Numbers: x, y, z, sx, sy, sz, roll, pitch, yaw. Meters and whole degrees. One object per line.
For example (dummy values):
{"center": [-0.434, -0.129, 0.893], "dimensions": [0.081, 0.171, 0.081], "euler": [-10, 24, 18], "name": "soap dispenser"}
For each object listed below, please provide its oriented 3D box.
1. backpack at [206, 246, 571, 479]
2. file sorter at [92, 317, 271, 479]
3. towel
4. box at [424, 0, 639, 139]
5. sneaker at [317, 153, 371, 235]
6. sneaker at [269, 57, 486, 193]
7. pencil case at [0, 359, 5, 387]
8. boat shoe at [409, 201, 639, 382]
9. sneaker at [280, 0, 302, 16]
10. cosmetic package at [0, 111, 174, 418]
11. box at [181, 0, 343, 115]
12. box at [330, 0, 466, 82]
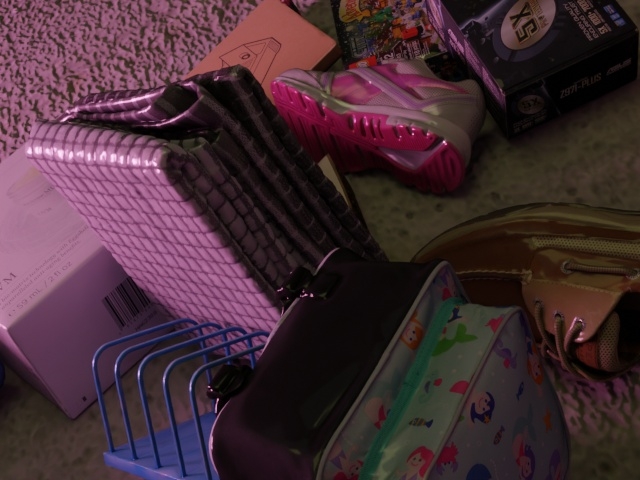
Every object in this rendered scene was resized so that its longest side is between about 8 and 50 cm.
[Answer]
{"center": [0.062, 0.155, 0.994], "dimensions": [0.191, 0.253, 0.225], "euler": [11, 51, 30], "name": "backpack"}
{"center": [-0.094, 0.129, 1.150], "dimensions": [0.118, 0.104, 0.170], "euler": [-17, 12, -35], "name": "file sorter"}
{"center": [-0.087, -0.018, 1.196], "dimensions": [0.235, 0.283, 0.121], "euler": [6, 51, 51], "name": "towel"}
{"center": [0.205, -0.213, 1.401], "dimensions": [0.147, 0.077, 0.180], "euler": [-25, 58, -5], "name": "box"}
{"center": [0.000, 0.000, 1.343], "dimensions": [0.086, 0.064, 0.192], "euler": [-29, 39, 8], "name": "sneaker"}
{"center": [0.063, -0.129, 1.425], "dimensions": [0.252, 0.103, 0.111], "euler": [20, 54, 33], "name": "sneaker"}
{"center": [-0.401, 0.196, 1.284], "dimensions": [0.119, 0.133, 0.306], "euler": [29, 55, -2], "name": "pencil case"}
{"center": [0.221, 0.045, 1.132], "dimensions": [0.324, 0.122, 0.119], "euler": [-7, 47, 22], "name": "boat shoe"}
{"center": [-0.053, -0.240, 1.642], "dimensions": [0.057, 0.047, 0.119], "euler": [-21, 38, 23], "name": "sneaker"}
{"center": [-0.248, 0.015, 1.393], "dimensions": [0.224, 0.138, 0.225], "euler": [-43, 42, -20], "name": "cosmetic package"}
{"center": [-0.087, -0.171, 1.562], "dimensions": [0.201, 0.021, 0.164], "euler": [-45, 41, 0], "name": "box"}
{"center": [0.097, -0.245, 1.563], "dimensions": [0.159, 0.044, 0.233], "euler": [-19, 40, 8], "name": "box"}
